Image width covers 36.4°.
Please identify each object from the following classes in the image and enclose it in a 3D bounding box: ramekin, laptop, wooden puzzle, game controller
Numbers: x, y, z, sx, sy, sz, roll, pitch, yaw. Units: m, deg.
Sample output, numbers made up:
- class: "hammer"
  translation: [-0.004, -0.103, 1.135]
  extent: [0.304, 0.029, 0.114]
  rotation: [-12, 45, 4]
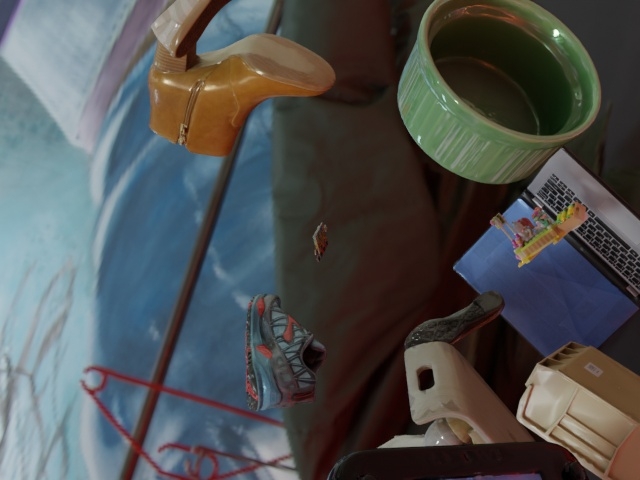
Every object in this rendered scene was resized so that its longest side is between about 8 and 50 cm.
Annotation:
- class: "ramekin"
  translation: [0.269, -0.235, 1.526]
  extent: [0.303, 0.303, 0.148]
  rotation: [19, 144, -10]
- class: "laptop"
  translation: [0.549, 0.059, 2.186]
  extent: [0.382, 0.236, 0.408]
  rotation: [45, 164, 10]
- class: "wooden puzzle"
  translation: [0.000, 0.000, 1.854]
  extent: [0.006, 0.083, 0.049]
  rotation: [-3, 122, 21]
- class: "game controller"
  translation: [0.148, 0.266, 0.878]
  extent: [0.319, 0.166, 0.067]
  rotation: [6, 136, -35]

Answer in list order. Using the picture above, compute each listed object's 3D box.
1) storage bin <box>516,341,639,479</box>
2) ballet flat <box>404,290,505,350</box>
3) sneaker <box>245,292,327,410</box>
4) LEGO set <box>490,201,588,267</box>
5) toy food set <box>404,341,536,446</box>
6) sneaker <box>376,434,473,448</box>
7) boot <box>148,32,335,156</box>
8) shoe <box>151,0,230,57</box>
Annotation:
- class: "storage bin"
  translation: [0.515, 0.314, 1.774]
  extent: [0.260, 0.123, 0.262]
  rotation: [33, -161, 22]
- class: "ballet flat"
  translation: [0.304, 0.195, 2.185]
  extent: [0.084, 0.250, 0.058]
  rotation: [55, 172, 38]
- class: "sneaker"
  translation: [-0.054, 0.176, 1.516]
  extent: [0.125, 0.104, 0.262]
  rotation: [2, -149, -6]
- class: "LEGO set"
  translation: [0.403, -0.032, 1.870]
  extent: [0.107, 0.132, 0.287]
  rotation: [50, 176, 4]
- class: "toy food set"
  translation: [0.229, 0.296, 1.346]
  extent: [0.306, 0.092, 0.220]
  rotation: [49, -167, -12]
- class: "sneaker"
  translation: [0.204, 0.385, 1.788]
  extent: [0.290, 0.106, 0.123]
  rotation: [-13, -156, 1]
- class: "boot"
  translation: [-0.128, -0.216, 1.520]
  extent: [0.295, 0.104, 0.211]
  rotation: [17, 133, 8]
- class: "shoe"
  translation: [-0.154, -0.356, 1.365]
  extent: [0.058, 0.219, 0.076]
  rotation: [45, -169, 12]
